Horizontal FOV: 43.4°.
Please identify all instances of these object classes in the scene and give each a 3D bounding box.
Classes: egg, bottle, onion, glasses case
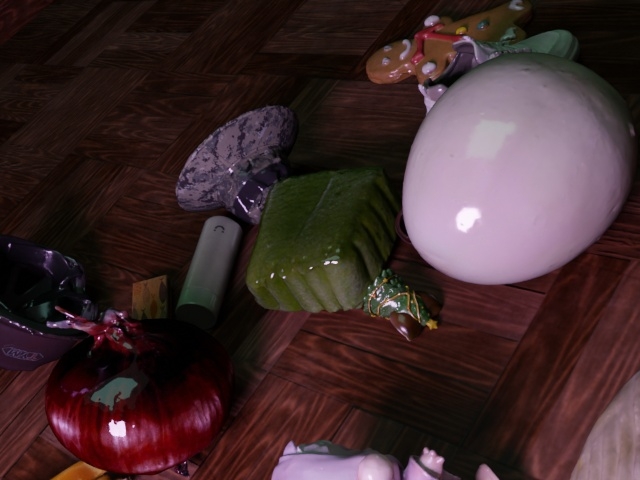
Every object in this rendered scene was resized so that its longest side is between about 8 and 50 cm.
[{"bbox_3d":[0.256,-0.089,1.064,0.283,0.283,0.345,17,54,43],"label":"egg"},{"bbox_3d":[-0.187,0.052,1.365,0.072,0.072,0.201,-12,42,22],"label":"bottle"},{"bbox_3d":[-0.257,0.184,1.116,0.273,0.285,0.273,-12,22,5],"label":"onion"},{"bbox_3d":[-0.284,0.132,1.366,0.065,0.041,0.170,-15,39,1],"label":"glasses case"}]

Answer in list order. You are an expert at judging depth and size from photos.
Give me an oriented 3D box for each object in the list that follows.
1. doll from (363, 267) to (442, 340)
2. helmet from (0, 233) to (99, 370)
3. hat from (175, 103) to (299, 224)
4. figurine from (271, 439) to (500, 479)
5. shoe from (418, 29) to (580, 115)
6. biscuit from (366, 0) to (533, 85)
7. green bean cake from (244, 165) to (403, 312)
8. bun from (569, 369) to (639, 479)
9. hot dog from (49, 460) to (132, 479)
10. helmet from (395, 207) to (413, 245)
[{"bbox_3d":[0.114,0.084,1.131,0.113,0.076,0.078,19,51,43],"label":"doll"},{"bbox_3d":[-0.529,0.129,1.399,0.177,0.225,0.305,-53,33,18],"label":"helmet"},{"bbox_3d":[-0.113,-0.103,1.419,0.265,0.265,0.128,-38,70,-9],"label":"hat"},{"bbox_3d":[0.071,0.292,0.871,0.276,0.200,0.133,5,64,4],"label":"figurine"},{"bbox_3d":[0.291,-0.298,1.371,0.316,0.159,0.124,-39,38,-6],"label":"shoe"},{"bbox_3d":[0.243,-0.387,1.587,0.340,0.047,0.216,-7,43,27],"label":"biscuit"},{"bbox_3d":[0.000,0.000,1.263,0.222,0.125,0.248,-4,42,31],"label":"green bean cake"},{"bbox_3d":[0.384,0.232,0.683,0.362,0.234,0.326,-37,29,18],"label":"bun"},{"bbox_3d":[-0.385,0.397,1.118,0.269,0.072,0.109,-32,40,1],"label":"hot dog"},{"bbox_3d":[0.163,-0.013,1.220,0.089,0.057,0.111,-17,35,12],"label":"helmet"}]
